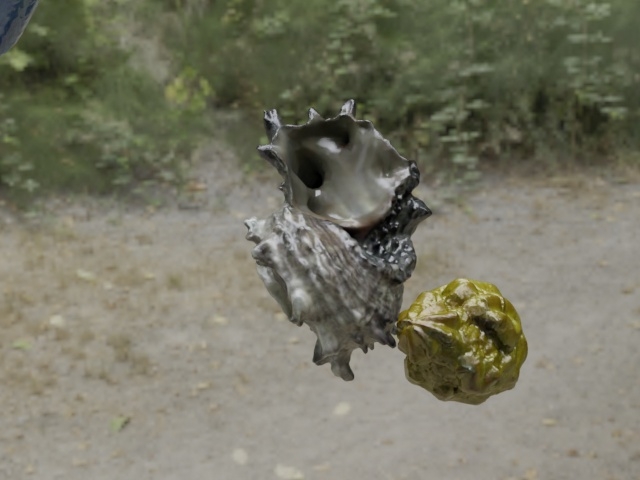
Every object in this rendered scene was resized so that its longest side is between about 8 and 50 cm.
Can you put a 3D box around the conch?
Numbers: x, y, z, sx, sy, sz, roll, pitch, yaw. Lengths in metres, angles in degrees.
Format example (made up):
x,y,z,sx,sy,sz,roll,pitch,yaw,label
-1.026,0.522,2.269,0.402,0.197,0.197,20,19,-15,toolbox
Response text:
x,y,z,sx,sy,sz,roll,pitch,yaw,label
0.001,-0.002,1.266,0.186,0.313,0.240,-6,-9,36,conch

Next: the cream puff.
x,y,z,sx,sy,sz,roll,pitch,yaw,label
0.148,0.107,1.198,0.146,0.146,0.116,-1,1,6,cream puff

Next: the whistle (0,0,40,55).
x,y,z,sx,sy,sz,roll,pitch,yaw,label
-0.204,-0.234,0.834,0.062,0.304,0.062,26,37,-22,whistle
